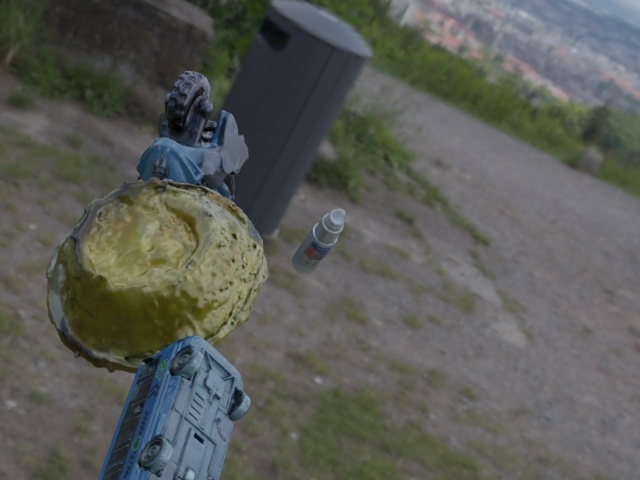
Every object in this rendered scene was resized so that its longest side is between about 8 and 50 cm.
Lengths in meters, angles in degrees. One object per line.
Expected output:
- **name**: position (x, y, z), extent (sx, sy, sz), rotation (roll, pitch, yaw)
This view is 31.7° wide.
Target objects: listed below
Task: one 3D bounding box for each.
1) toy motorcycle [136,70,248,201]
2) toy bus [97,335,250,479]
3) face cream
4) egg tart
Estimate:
- **toy motorcycle**: position (-0.251, -0.133, 2.181), extent (0.172, 0.232, 0.416), rotation (14, -29, 12)
- **toy bus**: position (-0.183, 0.244, 1.376), extent (0.113, 0.134, 0.246), rotation (47, 36, -30)
- **face cream**: position (0.000, 0.000, 1.376), extent (0.034, 0.130, 0.034), rotation (10, 60, -17)
- **egg tart**: position (-0.248, 0.030, 1.654), extent (0.345, 0.132, 0.345), rotation (-1, 56, 2)
